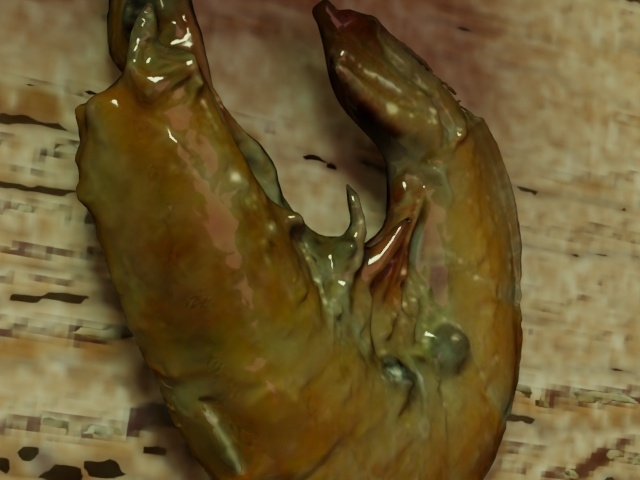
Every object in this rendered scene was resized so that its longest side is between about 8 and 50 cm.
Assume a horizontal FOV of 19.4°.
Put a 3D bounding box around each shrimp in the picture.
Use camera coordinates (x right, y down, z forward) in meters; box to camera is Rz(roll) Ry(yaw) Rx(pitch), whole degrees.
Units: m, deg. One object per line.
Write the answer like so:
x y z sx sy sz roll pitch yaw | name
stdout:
-0.003 0.001 0.518 0.132 0.051 0.187 -47 120 -37 | shrimp
